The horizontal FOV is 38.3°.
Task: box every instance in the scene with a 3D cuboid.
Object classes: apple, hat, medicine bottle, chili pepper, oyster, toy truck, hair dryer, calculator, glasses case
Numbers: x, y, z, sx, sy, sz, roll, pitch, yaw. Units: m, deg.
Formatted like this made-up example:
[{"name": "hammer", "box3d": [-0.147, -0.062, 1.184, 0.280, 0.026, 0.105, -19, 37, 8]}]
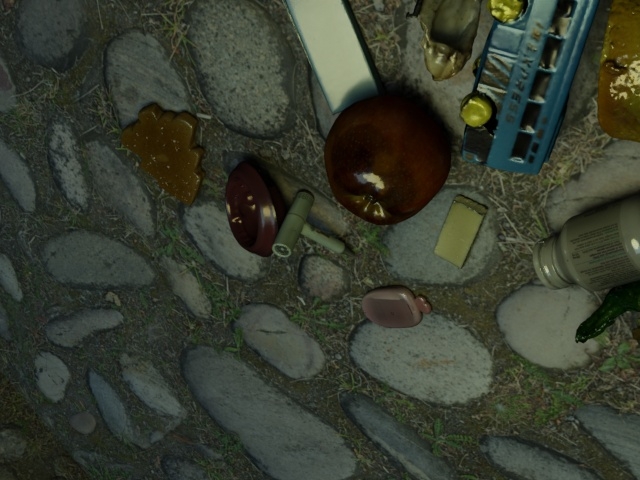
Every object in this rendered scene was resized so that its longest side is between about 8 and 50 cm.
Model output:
[{"name": "apple", "box3d": [0.108, -0.137, 1.618, 0.230, 0.230, 0.230, 18, 131, 22]}, {"name": "hat", "box3d": [-0.126, -0.066, 1.915, 0.205, 0.089, 0.205, 36, 134, 50]}, {"name": "medicine bottle", "box3d": [0.471, 0.014, 1.546, 0.215, 0.135, 0.135, -23, 108, 43]}, {"name": "chili pepper", "box3d": [0.530, 0.109, 1.564, 0.065, 0.122, 0.279, 21, 162, -10]}, {"name": "oyster", "box3d": [0.190, -0.404, 1.346, 0.133, 0.337, 0.198, 8, 176, -14]}, {"name": "toy truck", "box3d": [0.320, -0.293, 1.409, 0.162, 0.161, 0.385, 16, 131, 9]}, {"name": "hair dryer", "box3d": [-0.001, 0.007, 1.875, 0.183, 0.155, 0.044, 39, 140, -18]}, {"name": "calculator", "box3d": [0.157, 0.142, 1.939, 0.166, 0.024, 0.103, -9, 117, 40]}, {"name": "glasses case", "box3d": [0.019, -0.365, 1.636, 0.105, 0.056, 0.266, -19, 113, 16]}]

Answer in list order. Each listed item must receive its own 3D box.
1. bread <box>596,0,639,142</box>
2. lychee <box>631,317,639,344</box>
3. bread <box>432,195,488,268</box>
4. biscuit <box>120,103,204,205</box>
[{"name": "bread", "box3d": [0.473, -0.217, 1.318, 0.160, 0.147, 0.260, 18, 153, 22]}, {"name": "lychee", "box3d": [0.673, 0.203, 1.470, 0.270, 0.270, 0.320, 45, 176, -4]}, {"name": "bread", "box3d": [0.263, -0.015, 1.744, 0.068, 0.028, 0.154, 28, 135, 14]}, {"name": "biscuit", "box3d": [-0.326, -0.186, 2.011, 0.212, 0.041, 0.239, -7, 118, 31]}]
